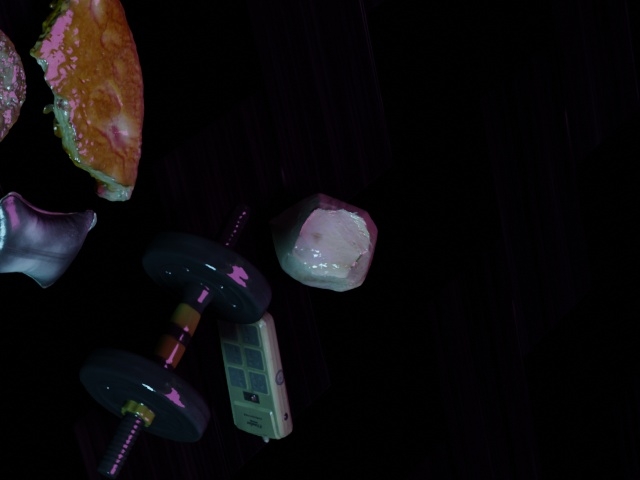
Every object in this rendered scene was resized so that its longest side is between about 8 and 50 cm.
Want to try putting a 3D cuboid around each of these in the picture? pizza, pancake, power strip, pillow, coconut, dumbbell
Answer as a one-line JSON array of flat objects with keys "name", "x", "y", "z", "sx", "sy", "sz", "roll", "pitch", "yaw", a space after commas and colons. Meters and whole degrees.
[{"name": "pizza", "x": -0.226, "y": -0.160, "z": 1.889, "sx": 0.134, "sy": 0.056, "sz": 0.271, "roll": -45, "pitch": 132, "yaw": -41}, {"name": "pancake", "x": -0.328, "y": -0.143, "z": 1.783, "sx": 0.139, "sy": 0.022, "sz": 0.140, "roll": -16, "pitch": 110, "yaw": -52}, {"name": "power strip", "x": -0.073, "y": 0.153, "z": 2.143, "sx": 0.028, "sy": 0.076, "sz": 0.169, "roll": -32, "pitch": 121, "yaw": -43}, {"name": "pillow", "x": -0.280, "y": 0.002, "z": 1.852, "sx": 0.135, "sy": 0.055, "sz": 0.091, "roll": 17, "pitch": 86, "yaw": -52}, {"name": "coconut", "x": 0.000, "y": 0.000, "z": 2.181, "sx": 0.110, "sy": 0.124, "sz": 0.110, "roll": -164, "pitch": -90, "yaw": -88}, {"name": "dumbbell", "x": -0.148, "y": 0.099, "z": 1.976, "sx": 0.143, "sy": 0.143, "sz": 0.325, "roll": 52, "pitch": 56, "yaw": -45}]
